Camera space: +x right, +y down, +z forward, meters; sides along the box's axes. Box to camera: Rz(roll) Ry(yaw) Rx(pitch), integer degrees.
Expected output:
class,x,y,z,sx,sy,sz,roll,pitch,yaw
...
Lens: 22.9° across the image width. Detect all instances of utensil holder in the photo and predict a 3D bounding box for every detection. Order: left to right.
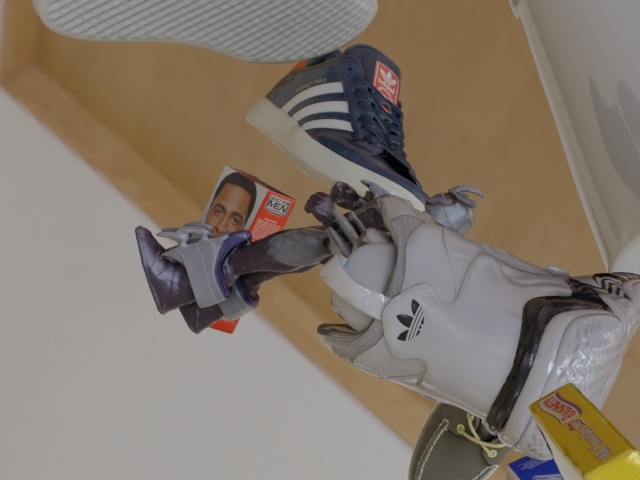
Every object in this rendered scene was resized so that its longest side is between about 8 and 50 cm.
class,x,y,z,sx,sy,sz,roll,pitch,yaw
utensil holder,0.416,-0.175,1.783,0.327,0.327,0.385,118,142,-60

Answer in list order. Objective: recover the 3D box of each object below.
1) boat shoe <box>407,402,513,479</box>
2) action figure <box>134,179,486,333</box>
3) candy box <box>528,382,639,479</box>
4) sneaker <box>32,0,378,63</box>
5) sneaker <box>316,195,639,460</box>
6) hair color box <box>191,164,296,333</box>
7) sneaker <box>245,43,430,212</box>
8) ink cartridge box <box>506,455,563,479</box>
class,x,y,z,sx,sy,sz,roll,pitch,yaw
boat shoe,0.211,0.207,1.940,0.109,0.305,0.091,38,-174,1
action figure,0.000,0.000,1.318,0.185,0.285,0.099,4,-108,-79
candy box,0.144,0.161,0.626,0.206,0.027,0.105,63,178,-9
sneaker,-0.110,-0.272,1.523,0.135,0.366,0.150,-45,53,43
sneaker,0.129,0.053,1.208,0.210,0.137,0.366,27,-171,14
hair color box,-0.086,0.008,1.488,0.043,0.141,0.072,21,-174,-46
sneaker,0.042,-0.120,1.622,0.131,0.148,0.350,42,180,-33
ink cartridge box,0.204,0.250,1.325,0.046,0.097,0.207,52,156,43
